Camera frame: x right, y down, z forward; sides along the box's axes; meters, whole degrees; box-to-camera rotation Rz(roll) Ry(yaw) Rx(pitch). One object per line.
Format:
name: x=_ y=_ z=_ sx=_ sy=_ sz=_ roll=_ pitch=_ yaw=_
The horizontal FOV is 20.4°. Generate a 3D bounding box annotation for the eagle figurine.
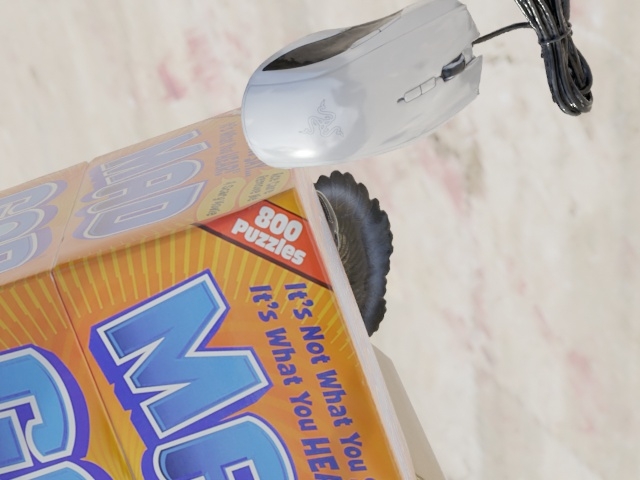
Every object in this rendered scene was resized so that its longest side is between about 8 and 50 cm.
eagle figurine: x=-0.024 y=0.076 z=2.365 sx=0.225 sy=0.226 sz=0.298 roll=118 pitch=159 yaw=-45

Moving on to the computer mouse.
computer mouse: x=0.053 y=-0.082 z=0.893 sx=0.042 sy=0.193 sz=0.106 roll=39 pitch=148 yaw=54

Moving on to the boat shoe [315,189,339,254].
boat shoe: x=0.000 y=0.000 z=2.143 sx=0.038 sy=0.046 sz=0.125 roll=88 pitch=175 yaw=-87

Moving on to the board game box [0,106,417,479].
board game box: x=-0.135 y=0.135 z=1.415 sx=0.356 sy=0.356 sz=0.356 roll=-101 pitch=-8 yaw=-75

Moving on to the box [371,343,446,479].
box: x=0.072 y=0.187 z=1.955 sx=0.164 sy=0.021 sz=0.201 roll=40 pitch=-159 yaw=-53
